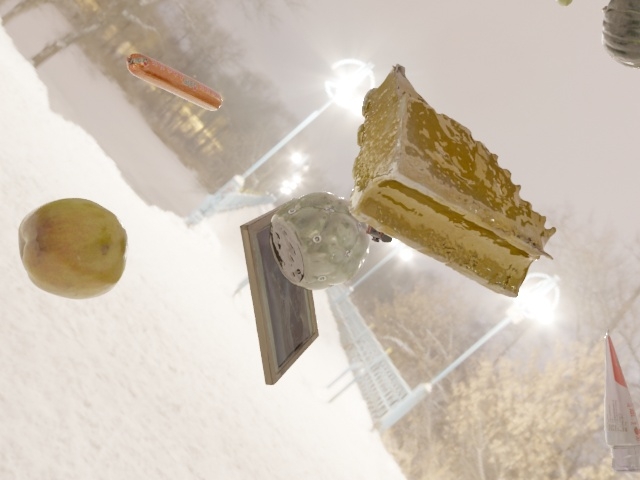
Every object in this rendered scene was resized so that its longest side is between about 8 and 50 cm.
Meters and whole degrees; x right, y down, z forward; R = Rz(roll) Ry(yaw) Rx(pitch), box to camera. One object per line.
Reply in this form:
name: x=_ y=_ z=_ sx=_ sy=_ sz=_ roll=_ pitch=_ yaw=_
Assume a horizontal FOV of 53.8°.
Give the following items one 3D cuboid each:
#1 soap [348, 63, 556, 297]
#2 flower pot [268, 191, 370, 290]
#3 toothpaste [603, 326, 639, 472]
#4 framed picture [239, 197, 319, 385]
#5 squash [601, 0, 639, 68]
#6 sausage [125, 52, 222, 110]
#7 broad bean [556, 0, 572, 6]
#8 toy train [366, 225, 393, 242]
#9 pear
soap: x=0.227 y=-0.106 z=1.056 sx=0.339 sy=0.169 sz=0.304 roll=27 pitch=48 yaw=-19
flower pot: x=0.000 y=0.000 z=1.527 sx=0.246 sy=0.195 sz=0.245 roll=39 pitch=-41 yaw=45
toothpaste: x=0.500 y=0.267 z=1.065 sx=0.089 sy=0.057 sz=0.234 roll=36 pitch=48 yaw=-62
framed picture: x=-0.102 y=0.130 z=1.765 sx=0.326 sy=0.028 sz=0.445 roll=-37 pitch=123 yaw=-61
squash: x=0.700 y=-0.476 z=1.344 sx=0.218 sy=0.218 sz=0.172 roll=49 pitch=-2 yaw=-28
sausage: x=-0.331 y=-0.366 z=1.480 sx=0.053 sy=0.053 sz=0.348 roll=49 pitch=15 yaw=20
broad bean: x=0.453 y=-0.481 z=1.188 sx=0.063 sy=0.045 sz=0.083 roll=51 pitch=30 yaw=-58
toy train: x=0.136 y=-0.114 z=1.196 sx=0.053 sy=0.249 sz=0.085 roll=10 pitch=22 yaw=-7
pear: x=-0.460 y=0.013 z=1.171 sx=0.200 sy=0.200 sz=0.200 roll=49 pitch=-1 yaw=1
